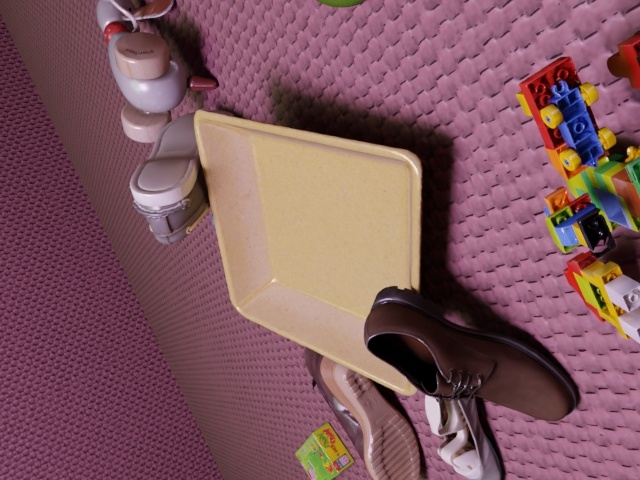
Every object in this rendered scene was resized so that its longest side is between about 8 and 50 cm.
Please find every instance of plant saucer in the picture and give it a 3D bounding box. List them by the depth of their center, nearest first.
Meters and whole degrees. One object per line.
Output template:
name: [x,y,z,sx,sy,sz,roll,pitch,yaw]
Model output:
plant saucer: [0.000,0.000,0.694,0.332,0.081,0.333,19,129,34]

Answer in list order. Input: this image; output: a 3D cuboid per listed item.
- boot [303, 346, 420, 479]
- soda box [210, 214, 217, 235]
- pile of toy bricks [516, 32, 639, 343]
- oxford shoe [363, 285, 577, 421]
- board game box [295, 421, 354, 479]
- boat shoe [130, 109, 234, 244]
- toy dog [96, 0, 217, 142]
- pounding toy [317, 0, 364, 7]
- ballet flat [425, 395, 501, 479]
boot: [0.063,0.288,0.893,0.249,0.090,0.207,65,163,-4]
soda box: [-0.110,-0.007,0.929,0.210,0.067,0.071,20,129,51]
pile of toy bricks: [0.206,-0.044,0.386,0.212,0.118,0.105,57,-178,-20]
oxford shoe: [0.146,0.137,0.545,0.227,0.096,0.083,22,126,11]
board game box: [0.005,0.460,1.126,0.092,0.043,0.181,52,149,20]
boat shoe: [-0.197,-0.112,0.810,0.305,0.109,0.091,-79,-13,-54]
toy dog: [-0.286,-0.332,0.926,0.220,0.160,0.334,132,124,-62]
pounding toy: [-0.009,-0.322,0.484,0.183,0.110,0.237,61,151,5]
ballet flat: [0.170,0.240,0.670,0.072,0.068,0.213,5,117,57]
